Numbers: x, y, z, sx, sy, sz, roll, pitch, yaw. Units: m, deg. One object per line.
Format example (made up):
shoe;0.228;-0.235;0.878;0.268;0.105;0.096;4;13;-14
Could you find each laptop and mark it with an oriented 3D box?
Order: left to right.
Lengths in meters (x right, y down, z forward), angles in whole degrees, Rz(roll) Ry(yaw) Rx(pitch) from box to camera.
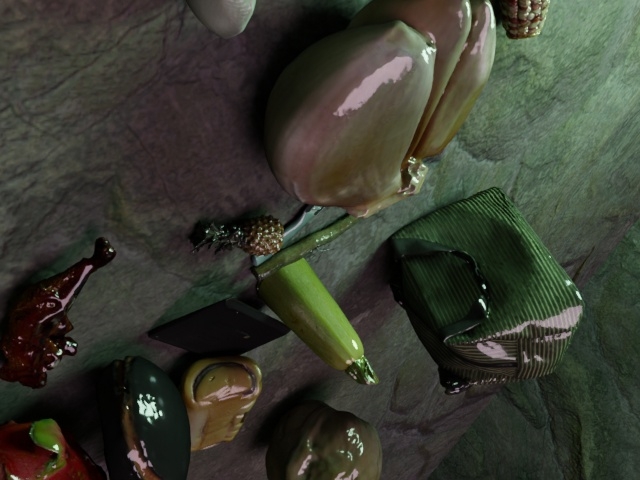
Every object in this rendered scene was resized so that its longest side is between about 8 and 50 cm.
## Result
laptop;-0.137;0.134;0.910;0.135;0.016;0.197;-24;153;14

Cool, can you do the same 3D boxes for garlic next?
garlic;0.061;-0.152;0.721;0.279;0.132;0.325;-32;151;-21

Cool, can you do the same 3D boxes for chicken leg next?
chicken leg;-0.290;0.083;0.675;0.089;0.048;0.219;-8;135;-51

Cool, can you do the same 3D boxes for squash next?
squash;0.006;0.127;0.928;0.094;0.224;0.094;-35;157;-18

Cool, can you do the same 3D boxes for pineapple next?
pineapple;-0.109;-0.007;0.795;0.124;0.058;0.058;2;129;-34

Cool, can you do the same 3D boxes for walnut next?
walnut;0.005;0.463;1.326;0.248;0.248;0.248;-31;148;-22

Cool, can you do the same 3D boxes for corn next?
corn;0.257;-0.336;0.782;0.079;0.079;0.237;-41;151;-4

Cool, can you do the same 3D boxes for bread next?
bread;-0.179;0.264;1.003;0.134;0.081;0.225;-4;140;-33

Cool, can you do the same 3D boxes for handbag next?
handbag;0.272;0.093;1.129;0.240;0.340;0.247;-18;143;-10

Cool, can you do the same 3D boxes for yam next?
yam;-0.001;-0.001;0.942;0.234;0.029;0.027;-30;137;-24

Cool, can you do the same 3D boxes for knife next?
knife;-0.018;-0.038;0.889;0.210;0.015;0.028;-43;145;-2

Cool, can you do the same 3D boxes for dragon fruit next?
dragon fruit;-0.357;0.304;0.762;0.198;0.200;0.269;-51;180;-11

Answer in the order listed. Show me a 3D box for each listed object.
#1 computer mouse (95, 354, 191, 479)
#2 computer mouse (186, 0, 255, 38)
computer mouse;-0.238;0.288;0.869;0.116;0.183;0.323;-5;138;-16
computer mouse;-0.074;-0.246;0.478;0.056;0.089;0.181;-10;135;-43
